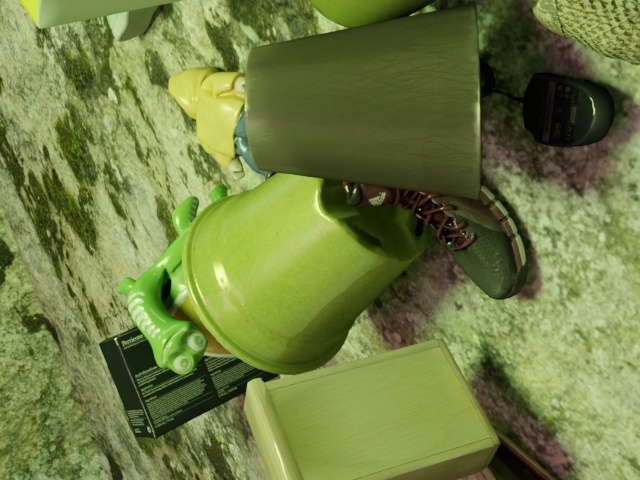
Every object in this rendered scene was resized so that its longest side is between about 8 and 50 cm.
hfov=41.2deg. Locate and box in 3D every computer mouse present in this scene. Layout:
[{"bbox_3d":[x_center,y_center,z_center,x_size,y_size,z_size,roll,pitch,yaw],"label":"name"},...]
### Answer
[{"bbox_3d":[0.214,-0.150,0.899,0.242,0.041,0.071,31,124,51],"label":"computer mouse"}]

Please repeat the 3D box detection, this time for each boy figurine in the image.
[{"bbox_3d":[-0.134,-0.181,1.309,0.285,0.092,0.177,38,137,38],"label":"boy figurine"}]

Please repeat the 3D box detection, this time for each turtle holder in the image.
[{"bbox_3d":[-0.158,0.065,1.314,0.227,0.243,0.320,42,-179,2],"label":"turtle holder"}]

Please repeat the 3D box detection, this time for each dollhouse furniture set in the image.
[{"bbox_3d":[0.036,0.331,1.115,0.394,0.256,0.362,102,150,-47],"label":"dollhouse furniture set"}]

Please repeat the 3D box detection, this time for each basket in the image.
[{"bbox_3d":[0.045,-0.137,0.868,0.154,0.226,0.205,61,-152,-74],"label":"basket"}]

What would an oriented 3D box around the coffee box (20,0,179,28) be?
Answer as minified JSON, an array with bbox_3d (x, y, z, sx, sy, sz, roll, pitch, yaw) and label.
[{"bbox_3d":[-0.270,-0.530,1.075,0.338,0.334,0.338,54,144,19],"label":"coffee box"}]

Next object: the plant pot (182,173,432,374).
[{"bbox_3d":[0.000,0.000,1.109,0.254,0.276,0.276,-40,76,43],"label":"plant pot"}]

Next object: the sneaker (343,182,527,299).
[{"bbox_3d":[0.112,-0.037,0.984,0.281,0.162,0.106,61,146,10],"label":"sneaker"}]

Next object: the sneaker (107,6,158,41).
[{"bbox_3d":[-0.325,-0.447,1.409,0.256,0.094,0.151,-24,95,59],"label":"sneaker"}]

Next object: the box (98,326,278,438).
[{"bbox_3d":[-0.232,0.211,1.516,0.103,0.261,0.184,-16,95,56],"label":"box"}]

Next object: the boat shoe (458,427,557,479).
[{"bbox_3d":[0.277,0.342,1.031,0.302,0.109,0.098,42,140,41],"label":"boat shoe"}]

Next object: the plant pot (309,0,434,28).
[{"bbox_3d":[0.071,-0.335,0.818,0.275,0.274,0.293,61,163,10],"label":"plant pot"}]

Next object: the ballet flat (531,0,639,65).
[{"bbox_3d":[0.313,-0.312,0.586,0.182,0.164,0.483,34,144,9],"label":"ballet flat"}]
